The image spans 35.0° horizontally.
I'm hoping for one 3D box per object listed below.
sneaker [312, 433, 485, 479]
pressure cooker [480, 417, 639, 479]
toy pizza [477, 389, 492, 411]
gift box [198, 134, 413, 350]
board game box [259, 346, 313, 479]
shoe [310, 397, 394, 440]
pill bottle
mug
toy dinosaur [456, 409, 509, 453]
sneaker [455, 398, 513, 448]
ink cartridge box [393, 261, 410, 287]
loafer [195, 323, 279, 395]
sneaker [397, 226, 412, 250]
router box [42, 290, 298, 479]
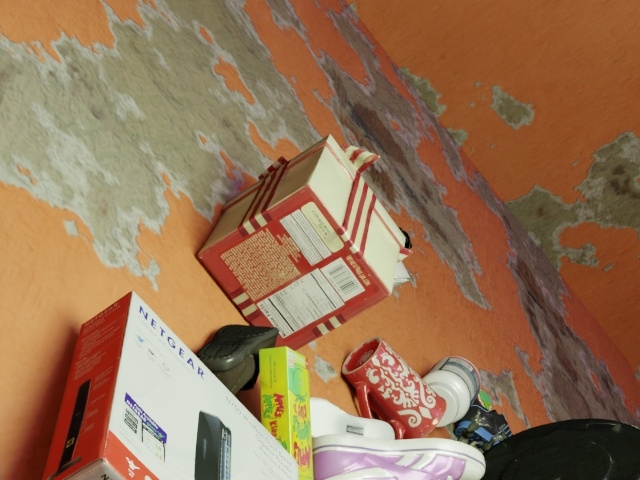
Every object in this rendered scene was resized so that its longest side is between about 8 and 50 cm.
[{"bbox_3d":[0.119,0.378,1.493,0.282,0.102,0.161,4,51,-16],"label":"sneaker"},{"bbox_3d":[0.439,0.550,1.675,0.370,0.375,0.420,-33,109,-44],"label":"pressure cooker"},{"bbox_3d":[0.354,0.387,2.204,0.201,0.032,0.201,46,24,-28],"label":"toy pizza"},{"bbox_3d":[0.000,0.000,1.631,0.255,0.276,0.258,58,19,-17],"label":"gift box"},{"bbox_3d":[-0.047,0.244,1.395,0.092,0.043,0.181,43,41,-66],"label":"board game box"},{"bbox_3d":[0.020,0.291,1.565,0.178,0.081,0.063,19,65,-19],"label":"shoe"},{"bbox_3d":[0.244,0.297,1.978,0.108,0.108,0.180,59,22,3],"label":"pill bottle"},{"bbox_3d":[0.123,0.265,1.756,0.169,0.113,0.150,49,21,-14],"label":"mug"},{"bbox_3d":[0.288,0.388,1.935,0.268,0.118,0.064,32,24,-51],"label":"toy dinosaur"},{"bbox_3d":[0.373,0.412,2.097,0.232,0.081,0.090,42,49,-23],"label":"sneaker"},{"bbox_3d":[0.040,0.014,1.843,0.092,0.158,0.218,6,55,-65],"label":"ink cartridge box"},{"bbox_3d":[-0.118,0.170,1.420,0.220,0.080,0.078,-25,117,-70],"label":"loafer"},{"bbox_3d":[0.147,0.009,2.141,0.083,0.118,0.222,55,21,-8],"label":"sneaker"},{"bbox_3d":[-0.147,0.263,1.127,0.335,0.082,0.301,51,15,-26],"label":"router box"}]
